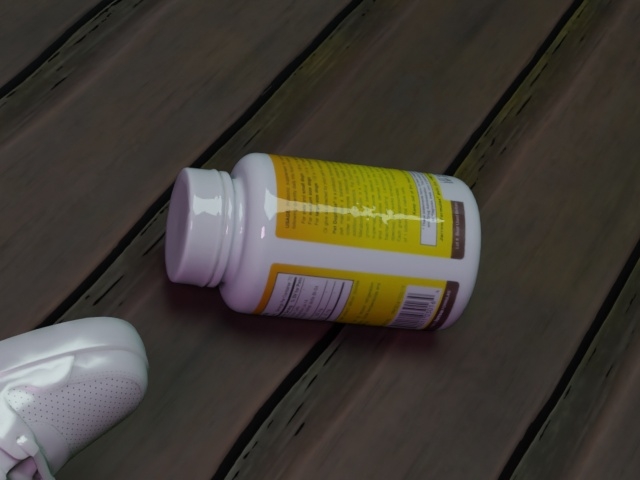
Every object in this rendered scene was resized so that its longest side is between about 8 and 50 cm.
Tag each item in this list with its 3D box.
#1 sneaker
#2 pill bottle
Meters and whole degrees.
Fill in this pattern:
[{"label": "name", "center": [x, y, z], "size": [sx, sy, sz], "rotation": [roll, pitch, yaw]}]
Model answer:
[{"label": "sneaker", "center": [-0.202, 0.169, 0.977], "size": [0.292, 0.108, 0.169], "rotation": [-28, 53, -11]}, {"label": "pill bottle", "center": [0.000, 0.000, 1.285], "size": [0.215, 0.117, 0.117], "rotation": [7, 41, -16]}]
